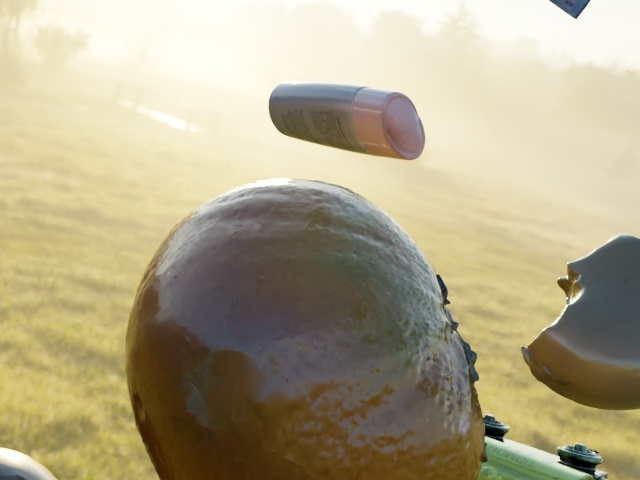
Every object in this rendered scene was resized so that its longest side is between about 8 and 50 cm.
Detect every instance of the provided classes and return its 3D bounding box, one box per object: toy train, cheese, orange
[{"bbox_3d":[0.244,0.292,1.438,0.253,0.105,0.157,16,5,35],"label":"toy train"},{"bbox_3d":[0.290,0.085,1.095,0.202,0.091,0.175,-29,50,-23],"label":"cheese"},{"bbox_3d":[-0.023,0.103,0.864,0.274,0.274,0.310,11,49,-16],"label":"orange"}]

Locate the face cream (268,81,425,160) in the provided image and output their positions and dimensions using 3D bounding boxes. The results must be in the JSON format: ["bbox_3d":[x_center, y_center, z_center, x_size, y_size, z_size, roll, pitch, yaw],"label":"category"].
[{"bbox_3d":[0.025,-0.133,1.210,0.198,0.057,0.084,15,-36,48],"label":"face cream"}]

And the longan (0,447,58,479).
[{"bbox_3d":[-0.338,0.283,1.050,0.212,0.198,0.198,-4,12,-15],"label":"longan"}]

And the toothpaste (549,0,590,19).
[{"bbox_3d":[0.236,-0.387,1.466,0.272,0.053,0.066,34,21,-7],"label":"toothpaste"}]
